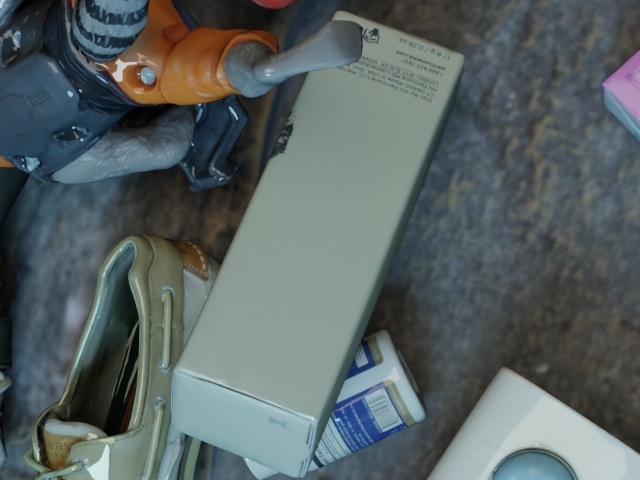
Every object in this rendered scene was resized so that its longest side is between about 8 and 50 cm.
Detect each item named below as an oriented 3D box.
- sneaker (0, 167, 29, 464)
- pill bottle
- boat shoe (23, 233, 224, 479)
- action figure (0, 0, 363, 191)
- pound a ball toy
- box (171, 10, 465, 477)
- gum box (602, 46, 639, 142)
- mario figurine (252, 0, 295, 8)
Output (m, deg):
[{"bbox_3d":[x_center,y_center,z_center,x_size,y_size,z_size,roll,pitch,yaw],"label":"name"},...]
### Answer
[{"bbox_3d":[-0.259,0.080,1.210,0.146,0.122,0.330,30,83,-7],"label":"sneaker"},{"bbox_3d":[0.004,0.112,1.174,0.120,0.067,0.067,-25,78,5],"label":"pill bottle"},{"bbox_3d":[-0.140,0.141,1.157,0.113,0.103,0.302,4,72,45],"label":"boat shoe"},{"bbox_3d":[-0.164,-0.155,1.059,0.341,0.330,0.178,49,51,-8],"label":"action figure"},{"bbox_3d":[0.046,0.224,1.115,0.208,0.136,0.319,34,87,13],"label":"pound a ball toy"},{"bbox_3d":[0.000,0.000,1.124,0.094,0.113,0.275,21,63,5],"label":"box"},{"bbox_3d":[0.279,-0.073,1.159,0.107,0.062,0.188,-42,77,1],"label":"gum box"},{"bbox_3d":[-0.091,-0.263,1.183,0.320,0.198,0.170,12,124,24],"label":"mario figurine"}]
